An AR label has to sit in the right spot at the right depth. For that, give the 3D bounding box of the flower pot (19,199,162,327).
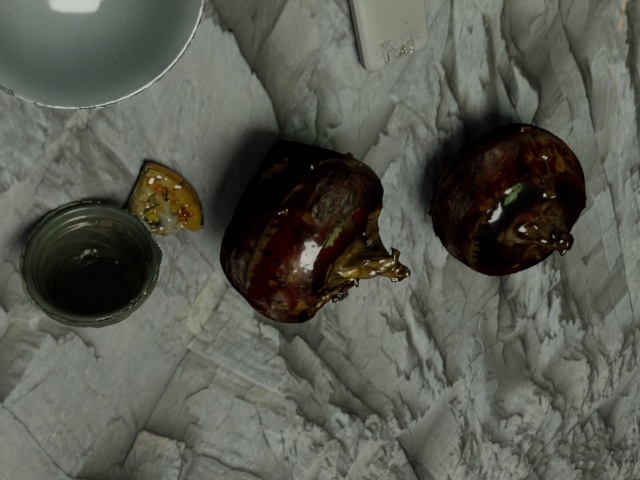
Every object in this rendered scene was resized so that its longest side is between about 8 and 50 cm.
[{"bbox_3d":[-0.387,0.060,1.570,0.236,0.235,0.140,-23,158,-15],"label":"flower pot"}]

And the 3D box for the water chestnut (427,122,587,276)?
[{"bbox_3d":[0.402,-0.068,1.882,0.351,0.302,0.350,-20,138,-19],"label":"water chestnut"}]

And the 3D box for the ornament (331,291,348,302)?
[{"bbox_3d":[0.041,0.055,1.926,0.081,0.088,0.203,-48,154,-24],"label":"ornament"}]

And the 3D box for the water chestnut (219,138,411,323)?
[{"bbox_3d":[0.000,0.000,1.635,0.335,0.347,0.335,-56,167,-20],"label":"water chestnut"}]

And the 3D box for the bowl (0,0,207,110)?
[{"bbox_3d":[-0.344,-0.367,1.262,0.346,0.157,0.345,-18,133,-20],"label":"bowl"}]

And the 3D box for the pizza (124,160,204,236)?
[{"bbox_3d":[-0.305,-0.054,1.631,0.176,0.036,0.184,-29,135,-9],"label":"pizza"}]

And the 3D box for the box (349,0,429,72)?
[{"bbox_3d":[0.114,-0.434,1.584,0.142,0.044,0.285,-28,135,-13],"label":"box"}]
